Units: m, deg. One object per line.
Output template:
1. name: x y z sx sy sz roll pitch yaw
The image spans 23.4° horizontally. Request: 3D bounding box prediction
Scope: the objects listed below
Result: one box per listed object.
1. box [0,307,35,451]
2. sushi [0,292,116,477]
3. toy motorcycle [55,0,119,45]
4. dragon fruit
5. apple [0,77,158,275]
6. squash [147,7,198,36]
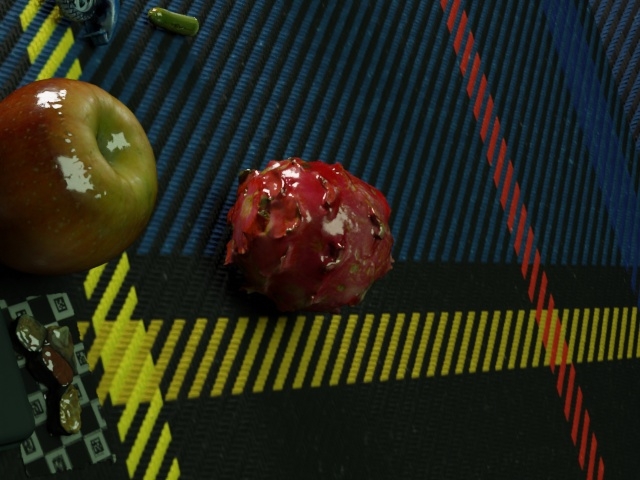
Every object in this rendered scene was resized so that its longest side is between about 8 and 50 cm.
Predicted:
1. box: -0.383 0.140 1.488 0.230 0.050 0.160 -6 75 -56
2. sushi: -0.279 0.150 1.650 0.139 0.031 0.201 -6 75 -57
3. toy motorcycle: -0.283 -0.371 1.917 0.135 0.092 0.254 30 55 -55
4. dragon fruit: 0.000 0.000 2.000 0.268 0.210 0.205 23 69 -54
5. apple: -0.282 -0.064 1.656 0.210 0.173 0.235 65 23 6
6. squash: -0.198 -0.289 2.041 0.083 0.027 0.027 7 64 -52
